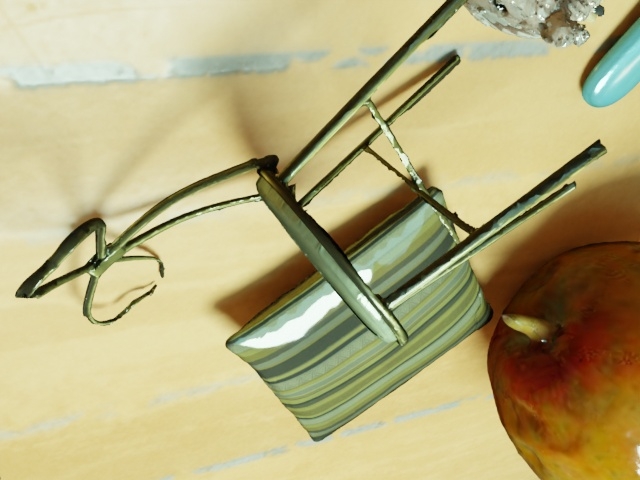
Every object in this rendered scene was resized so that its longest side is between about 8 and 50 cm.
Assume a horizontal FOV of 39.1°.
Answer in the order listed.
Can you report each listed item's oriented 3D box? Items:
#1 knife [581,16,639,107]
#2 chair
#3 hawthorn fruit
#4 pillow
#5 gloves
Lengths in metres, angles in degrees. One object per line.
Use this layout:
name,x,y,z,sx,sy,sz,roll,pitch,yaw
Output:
knife,0.274,-0.191,0.679,0.064,0.031,0.222,7,129,-42
chair,0.000,0.000,0.577,0.326,0.170,0.160,-38,171,-1
hawthorn fruit,0.272,0.115,0.822,0.298,0.277,0.277,26,114,-24
pillow,0.043,0.073,0.771,0.208,0.052,0.212,-35,142,-2
gloves,0.121,-0.182,0.540,0.094,0.110,0.144,-20,109,-3
